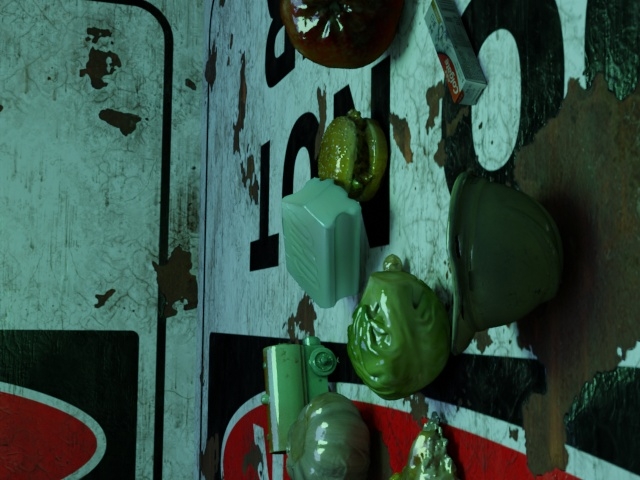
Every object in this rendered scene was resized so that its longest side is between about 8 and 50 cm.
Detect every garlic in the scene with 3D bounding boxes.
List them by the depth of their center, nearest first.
[{"bbox_3d":[0.022,0.425,1.852,0.228,0.152,0.227,-172,90,-67],"label":"garlic"}]

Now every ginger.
[{"bbox_3d":[0.142,0.142,1.693,0.176,0.053,0.193,-120,34,-55],"label":"ginger"}]

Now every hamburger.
[{"bbox_3d":[0.062,-0.177,1.872,0.182,0.118,0.190,-159,76,-68],"label":"hamburger"}]

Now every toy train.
[{"bbox_3d":[-0.049,0.358,2.043,0.116,0.177,0.285,133,135,-64],"label":"toy train"}]

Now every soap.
[{"bbox_3d":[0.000,0.000,1.873,0.173,0.095,0.289,46,154,32],"label":"soap"}]

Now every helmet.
[{"bbox_3d":[0.257,0.035,1.222,0.204,0.137,0.257,-50,-41,-55],"label":"helmet"}]

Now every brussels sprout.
[{"bbox_3d":[0.129,0.164,1.548,0.223,0.161,0.223,-170,90,-73],"label":"brussels sprout"}]

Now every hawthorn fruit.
[{"bbox_3d":[0.048,-0.474,1.812,0.300,0.254,0.254,-57,-23,-70],"label":"hawthorn fruit"}]

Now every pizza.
[{"bbox_3d":[0.172,0.566,1.501,0.392,0.080,0.434,-113,29,-52],"label":"pizza"}]

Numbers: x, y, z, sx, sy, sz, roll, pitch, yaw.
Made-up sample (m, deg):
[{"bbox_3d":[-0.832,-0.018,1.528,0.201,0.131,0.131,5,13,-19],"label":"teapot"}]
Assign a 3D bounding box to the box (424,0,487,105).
[{"bbox_3d":[0.223,-0.320,1.513,0.055,0.040,0.218,116,151,-48],"label":"box"}]
